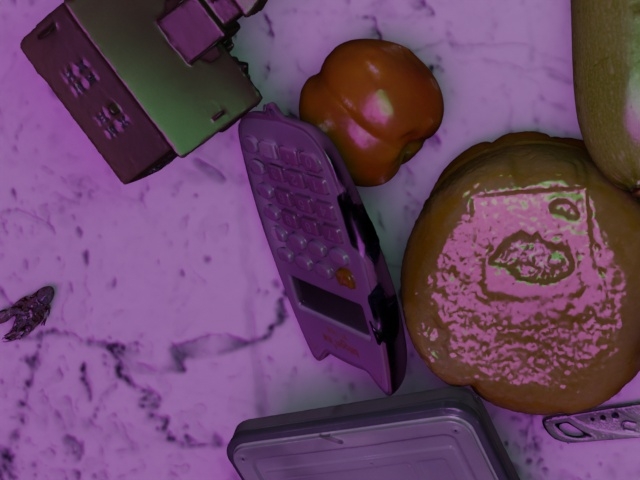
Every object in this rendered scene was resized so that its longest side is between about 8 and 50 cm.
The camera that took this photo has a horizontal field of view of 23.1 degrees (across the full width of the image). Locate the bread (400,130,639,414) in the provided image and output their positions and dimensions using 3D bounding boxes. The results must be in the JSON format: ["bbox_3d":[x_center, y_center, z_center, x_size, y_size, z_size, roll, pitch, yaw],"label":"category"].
[{"bbox_3d":[0.205,0.036,1.476,0.270,0.148,0.269,2,104,8],"label":"bread"}]

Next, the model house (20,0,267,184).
[{"bbox_3d":[-0.114,-0.197,1.468,0.248,0.176,0.181,-34,95,23],"label":"model house"}]

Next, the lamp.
[{"bbox_3d":[0.073,0.264,1.549,0.267,0.047,0.269,-11,126,25],"label":"lamp"}]

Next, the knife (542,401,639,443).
[{"bbox_3d":[0.365,0.171,1.541,0.293,0.020,0.043,-8,104,15],"label":"knife"}]

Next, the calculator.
[{"bbox_3d":[0.001,-0.001,1.498,0.043,0.194,0.294,-28,114,-23],"label":"calculator"}]

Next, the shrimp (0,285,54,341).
[{"bbox_3d":[-0.315,0.082,1.666,0.092,0.029,0.038,-28,105,23],"label":"shrimp"}]

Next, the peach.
[{"bbox_3d":[0.045,-0.124,1.481,0.138,0.138,0.138,3,104,12],"label":"peach"}]

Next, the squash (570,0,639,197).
[{"bbox_3d":[0.285,-0.159,1.384,0.133,0.132,0.247,0,86,12],"label":"squash"}]
